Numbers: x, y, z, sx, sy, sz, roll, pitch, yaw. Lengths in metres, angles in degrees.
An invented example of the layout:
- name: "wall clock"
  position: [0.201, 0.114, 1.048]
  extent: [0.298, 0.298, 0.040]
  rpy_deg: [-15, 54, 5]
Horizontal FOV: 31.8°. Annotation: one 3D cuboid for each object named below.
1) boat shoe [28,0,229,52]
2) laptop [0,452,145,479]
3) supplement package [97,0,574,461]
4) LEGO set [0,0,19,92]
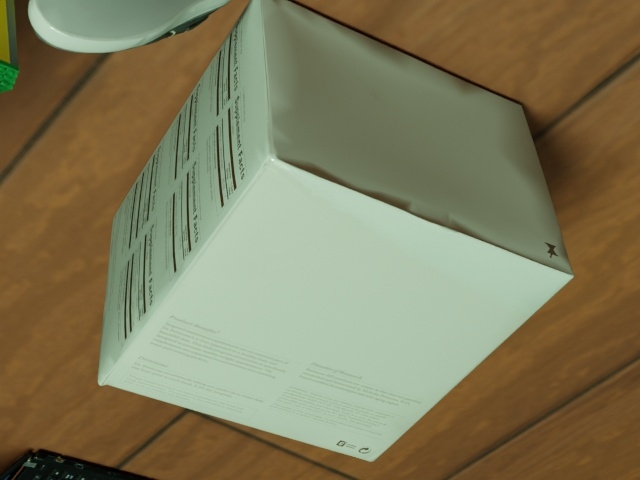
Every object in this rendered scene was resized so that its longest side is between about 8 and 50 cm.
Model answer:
- name: "boat shoe"
  position: [-0.091, -0.117, 0.567]
  extent: [0.049, 0.142, 0.040]
  rpy_deg: [55, 133, 4]
- name: "laptop"
  position: [-0.266, 0.301, 0.972]
  extent: [0.264, 0.137, 0.234]
  rpy_deg: [22, 131, -26]
- name: "supplement package"
  position: [0.000, 0.000, 0.673]
  extent: [0.194, 0.149, 0.203]
  rpy_deg: [20, 131, -25]
- name: "LEGO set"
  position: [-0.301, -0.156, 0.493]
  extent: [0.331, 0.192, 0.255]
  rpy_deg: [-12, 169, 29]
